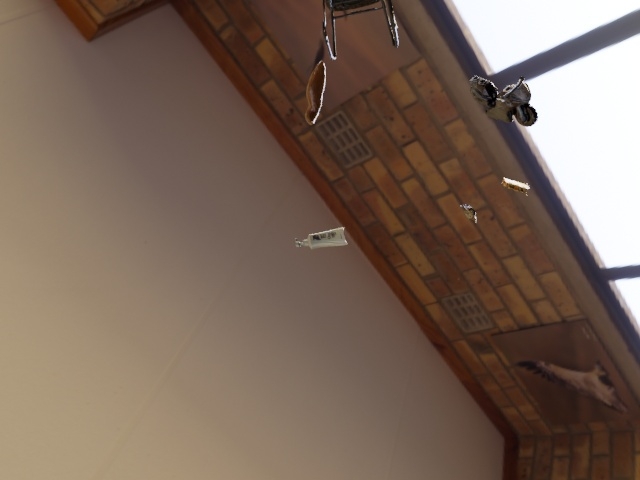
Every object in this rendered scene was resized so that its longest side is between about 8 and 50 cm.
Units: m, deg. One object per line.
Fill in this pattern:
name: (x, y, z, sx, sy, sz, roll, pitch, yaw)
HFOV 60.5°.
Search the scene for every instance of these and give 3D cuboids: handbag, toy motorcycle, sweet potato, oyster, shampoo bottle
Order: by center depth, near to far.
shampoo bottle: (0.000, 0.000, 1.493, 0.034, 0.141, 0.049, 40, -140, -89)
sweet potato: (-0.017, -0.450, 1.666, 0.058, 0.055, 0.202, 10, -89, -24)
handbag: (0.643, -0.179, 1.811, 0.083, 0.027, 0.061, 17, -155, 0)
toy motorcycle: (0.606, -0.479, 1.825, 0.106, 0.270, 0.159, -42, -35, -11)
oyster: (0.552, -0.114, 2.049, 0.086, 0.029, 0.132, 51, -171, -32)

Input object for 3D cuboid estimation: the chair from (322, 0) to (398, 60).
chair: (0.065, -0.490, 1.065, 0.145, 0.140, 0.221, -5, -94, -82)
